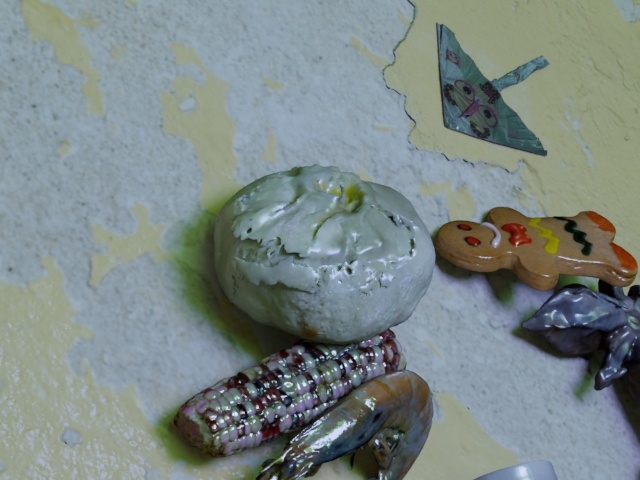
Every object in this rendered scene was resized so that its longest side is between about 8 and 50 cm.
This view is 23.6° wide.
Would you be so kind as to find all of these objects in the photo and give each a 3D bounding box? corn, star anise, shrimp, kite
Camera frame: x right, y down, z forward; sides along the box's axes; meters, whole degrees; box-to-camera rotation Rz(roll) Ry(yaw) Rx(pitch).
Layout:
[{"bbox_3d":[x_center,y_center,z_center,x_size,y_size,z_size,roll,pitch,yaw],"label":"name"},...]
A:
[{"bbox_3d":[-0.026,0.155,1.581,0.280,0.092,0.092,-23,79,-38],"label":"corn"},{"bbox_3d":[0.392,0.121,1.869,0.257,0.110,0.198,36,47,8],"label":"star anise"},{"bbox_3d":[0.030,0.222,1.568,0.251,0.052,0.143,-19,117,-34],"label":"shrimp"},{"bbox_3d":[0.231,-0.204,2.027,0.229,0.012,0.250,53,46,1],"label":"kite"}]

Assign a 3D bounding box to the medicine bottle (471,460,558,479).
[{"bbox_3d":[0.232,0.367,1.608,0.131,0.131,0.250,0,64,-36],"label":"medicine bottle"}]

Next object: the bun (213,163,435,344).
[{"bbox_3d":[0.000,0.000,1.615,0.239,0.141,0.239,9,32,-5],"label":"bun"}]

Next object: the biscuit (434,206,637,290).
[{"bbox_3d":[0.259,0.003,1.852,0.250,0.036,0.165,2,31,-17],"label":"biscuit"}]
